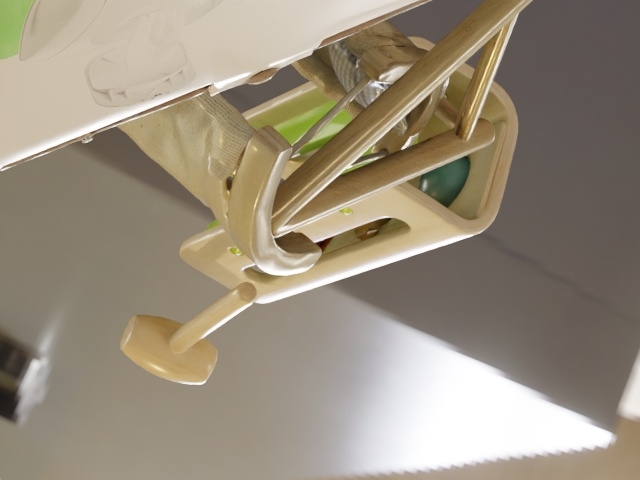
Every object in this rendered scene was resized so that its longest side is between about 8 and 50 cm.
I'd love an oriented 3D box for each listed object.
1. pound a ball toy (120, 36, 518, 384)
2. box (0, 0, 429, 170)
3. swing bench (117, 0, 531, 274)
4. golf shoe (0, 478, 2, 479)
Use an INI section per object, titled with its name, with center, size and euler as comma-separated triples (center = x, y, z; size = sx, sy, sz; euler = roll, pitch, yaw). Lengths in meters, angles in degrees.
[pound a ball toy]
center = 0.000, 0.000, 1.469
size = 0.135, 0.208, 0.319
euler = 30, 151, -26
[box]
center = -0.077, -0.176, 0.746
size = 0.231, 0.262, 0.127
euler = 50, 148, 29
[swing bench]
center = -0.047, -0.129, 1.133
size = 0.253, 0.254, 0.165
euler = 42, 145, 20
[golf shoe]
center = -0.202, 0.141, 1.022
size = 0.186, 0.086, 0.067
euler = 25, -161, 27
